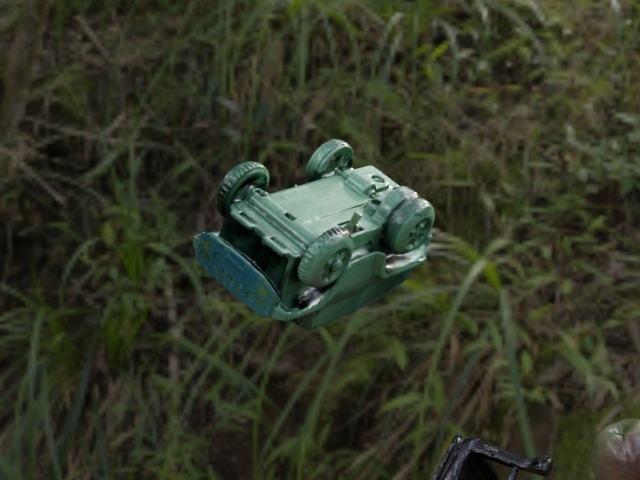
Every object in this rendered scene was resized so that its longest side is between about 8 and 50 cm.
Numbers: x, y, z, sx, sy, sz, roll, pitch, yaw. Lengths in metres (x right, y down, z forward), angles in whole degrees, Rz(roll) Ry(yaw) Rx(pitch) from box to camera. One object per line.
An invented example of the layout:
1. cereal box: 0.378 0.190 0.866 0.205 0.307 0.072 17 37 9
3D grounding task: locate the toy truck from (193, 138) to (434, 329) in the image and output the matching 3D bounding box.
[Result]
1. toy truck: 0.000 0.000 1.305 0.155 0.156 0.278 38 34 26

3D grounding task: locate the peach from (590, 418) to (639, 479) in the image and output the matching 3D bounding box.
1. peach: 0.320 0.225 1.243 0.083 0.083 0.083 1 14 0

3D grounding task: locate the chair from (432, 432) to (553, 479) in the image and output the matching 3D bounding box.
1. chair: 0.104 0.246 1.110 0.229 0.106 0.113 9 55 38
